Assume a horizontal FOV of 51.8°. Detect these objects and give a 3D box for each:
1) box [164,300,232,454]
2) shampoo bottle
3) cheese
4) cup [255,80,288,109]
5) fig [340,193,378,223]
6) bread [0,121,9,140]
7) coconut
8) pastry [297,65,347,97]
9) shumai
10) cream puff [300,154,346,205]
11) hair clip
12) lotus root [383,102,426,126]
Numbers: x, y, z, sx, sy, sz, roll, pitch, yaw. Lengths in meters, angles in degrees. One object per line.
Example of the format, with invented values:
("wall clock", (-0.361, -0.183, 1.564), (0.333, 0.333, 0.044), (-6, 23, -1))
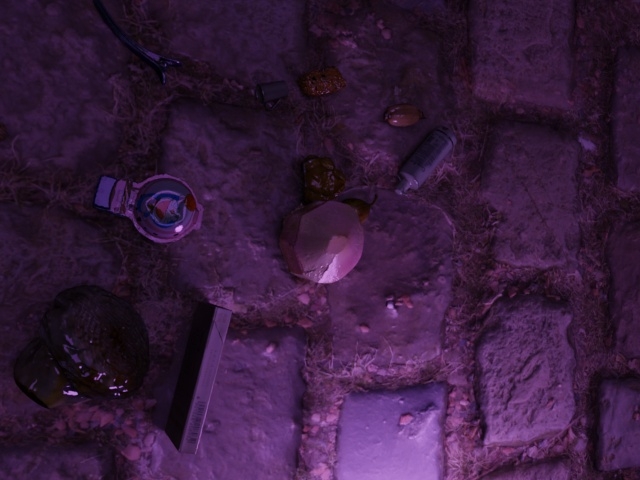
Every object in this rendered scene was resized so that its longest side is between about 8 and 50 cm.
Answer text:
("box", (-0.321, 0.345, 1.713), (0.051, 0.204, 0.365), (16, 83, -21))
("shampoo bottle", (0.320, -0.243, 2.062), (0.085, 0.085, 0.262), (46, 74, -15))
("cheese", (-0.450, -0.094, 1.742), (0.286, 0.074, 0.189), (16, 81, -20))
("cup", (-0.136, -0.419, 1.892), (0.083, 0.054, 0.075), (-18, 94, -24))
("fig", (0.124, -0.104, 1.972), (0.166, 0.093, 0.093), (-35, 102, -17))
("bread", (-0.866, -0.305, 1.556), (0.136, 0.107, 0.241), (-42, 104, -15))
("coconut", (0.000, 0.000, 1.834), (0.233, 0.245, 0.233), (1, 88, -22))
("pastry", (0.007, -0.470, 1.952), (0.140, 0.056, 0.080), (-24, 86, -19))
("shumai", (-0.609, 0.282, 1.633), (0.263, 0.304, 0.309), (-27, 103, 14))
("cream puff", (0.007, -0.175, 1.908), (0.156, 0.121, 0.156), (0, 89, -23))
("hair clip", (-0.499, -0.534, 1.749), (0.275, 0.048, 0.083), (41, 79, -16))
("lotus root", (0.259, -0.391, 2.052), (0.150, 0.062, 0.073), (-6, 68, -24))
